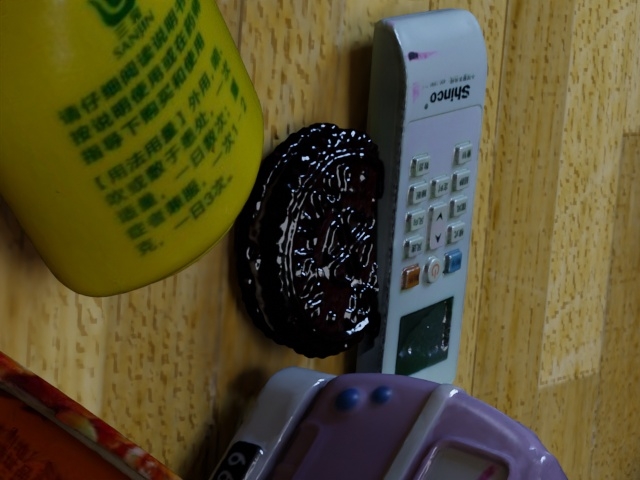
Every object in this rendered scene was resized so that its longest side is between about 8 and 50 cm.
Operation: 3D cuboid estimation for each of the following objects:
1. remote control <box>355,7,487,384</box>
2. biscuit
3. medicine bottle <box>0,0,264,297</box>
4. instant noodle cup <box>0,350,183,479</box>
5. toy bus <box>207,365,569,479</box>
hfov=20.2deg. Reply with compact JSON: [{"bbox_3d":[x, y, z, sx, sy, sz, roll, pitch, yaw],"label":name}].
[{"bbox_3d":[0.039,-0.013,0.755,0.065,0.029,0.166,-18,118,-51],"label":"remote control"},{"bbox_3d":[0.000,0.000,0.706,0.087,0.027,0.089,47,61,-47],"label":"biscuit"},{"bbox_3d":[-0.084,-0.085,0.512,0.095,0.064,0.260,-49,144,-20],"label":"medicine bottle"},{"bbox_3d":[-0.104,0.156,0.441,0.192,0.250,0.250,-50,135,-23],"label":"instant noodle cup"},{"bbox_3d":[0.040,0.158,0.702,0.142,0.142,0.202,-60,140,-25],"label":"toy bus"}]
